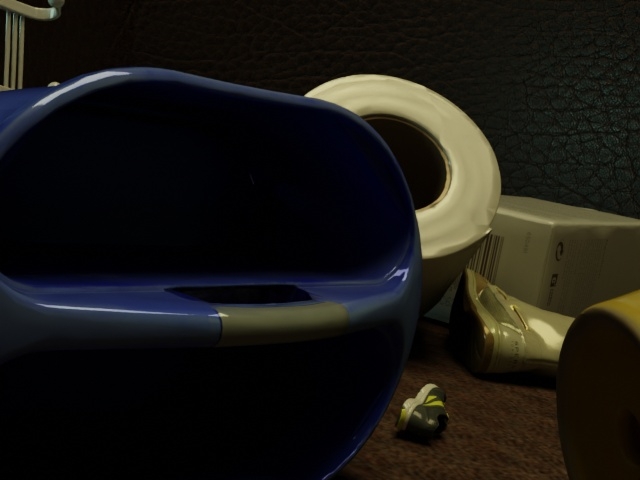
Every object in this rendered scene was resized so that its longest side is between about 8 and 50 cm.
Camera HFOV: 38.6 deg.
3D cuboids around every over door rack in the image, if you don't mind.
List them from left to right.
[{"bbox_3d":[-0.407,-0.180,0.916,0.324,0.239,0.108,9,-15,-41],"label":"over door rack"}]

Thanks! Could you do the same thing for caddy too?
[{"bbox_3d":[-0.075,0.032,0.517,0.179,0.241,0.341,11,7,42],"label":"caddy"}]

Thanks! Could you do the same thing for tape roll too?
[{"bbox_3d":[0.057,-0.040,1.025,0.246,0.246,0.169,8,-33,-11],"label":"tape roll"}]

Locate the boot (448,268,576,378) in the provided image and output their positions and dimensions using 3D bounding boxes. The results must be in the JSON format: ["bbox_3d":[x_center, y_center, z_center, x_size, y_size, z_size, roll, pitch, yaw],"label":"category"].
[{"bbox_3d":[0.235,0.098,1.017,0.165,0.077,0.213,9,16,-3],"label":"boot"}]

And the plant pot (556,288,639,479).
[{"bbox_3d":[0.280,0.101,0.527,0.239,0.254,0.254,-6,10,-9],"label":"plant pot"}]

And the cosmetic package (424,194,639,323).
[{"bbox_3d":[0.297,0.028,1.313,0.230,0.161,0.453,16,10,34],"label":"cosmetic package"}]

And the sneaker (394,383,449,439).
[{"bbox_3d":[0.087,0.140,0.731,0.035,0.031,0.083,28,18,21],"label":"sneaker"}]
